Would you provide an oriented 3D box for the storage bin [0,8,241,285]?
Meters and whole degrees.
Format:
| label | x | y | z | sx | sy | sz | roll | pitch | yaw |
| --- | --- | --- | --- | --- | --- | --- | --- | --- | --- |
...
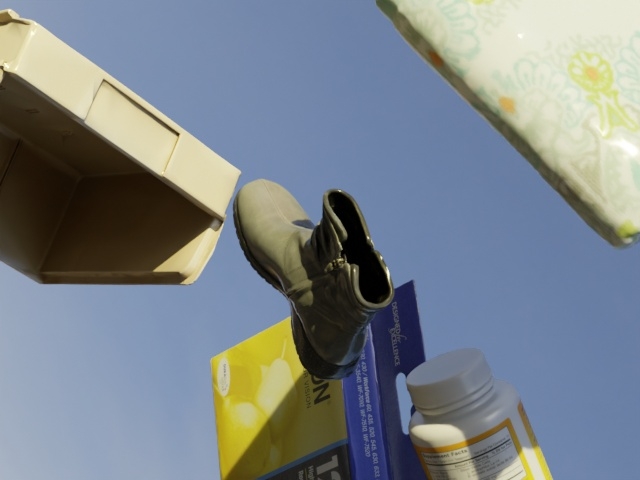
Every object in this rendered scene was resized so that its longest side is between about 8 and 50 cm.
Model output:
| label | x | y | z | sx | sy | sz | roll | pitch | yaw |
| --- | --- | --- | --- | --- | --- | --- | --- | --- | --- |
| storage bin | -0.250 | -0.071 | 1.332 | 0.260 | 0.262 | 0.123 | -1 | -119 | 46 |

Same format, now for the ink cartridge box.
| label | x | y | z | sx | sy | sz | roll | pitch | yaw |
| --- | --- | --- | --- | --- | --- | --- | --- | --- | --- |
| ink cartridge box | -0.002 | 0.228 | 1.809 | 0.307 | 0.072 | 0.303 | -32 | -129 | 37 |

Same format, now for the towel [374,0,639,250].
| label | x | y | z | sx | sy | sz | roll | pitch | yaw |
| --- | --- | --- | --- | --- | --- | --- | --- | --- | --- |
| towel | 0.285 | -0.204 | 1.365 | 0.320 | 0.374 | 0.090 | 46 | -25 | 19 |

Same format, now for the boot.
| label | x | y | z | sx | sy | sz | roll | pitch | yaw |
| --- | --- | --- | --- | --- | --- | --- | --- | --- | --- |
| boot | 0.000 | 0.000 | 1.475 | 0.246 | 0.083 | 0.161 | 62 | -31 | 30 |

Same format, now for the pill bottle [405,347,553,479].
| label | x | y | z | sx | sy | sz | roll | pitch | yaw |
| --- | --- | --- | --- | --- | --- | --- | --- | --- | --- |
| pill bottle | 0.163 | 0.220 | 1.517 | 0.117 | 0.117 | 0.215 | -2 | -66 | 59 |
